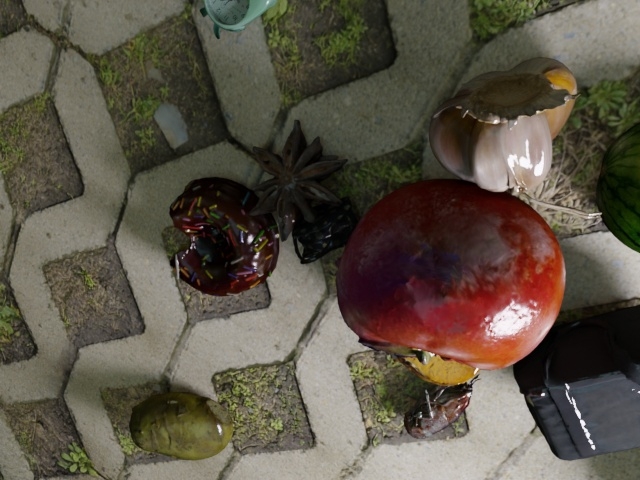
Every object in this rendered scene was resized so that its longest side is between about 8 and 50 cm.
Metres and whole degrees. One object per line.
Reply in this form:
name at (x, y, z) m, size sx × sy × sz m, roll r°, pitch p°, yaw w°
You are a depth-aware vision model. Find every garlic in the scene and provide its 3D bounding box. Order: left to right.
garlic at (0.278, -0.130, 0.804) m, size 0.257 × 0.207 × 0.207 m, roll 48°, pitch 121°, yaw 17°

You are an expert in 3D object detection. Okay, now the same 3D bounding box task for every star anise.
star anise at (-0.048, -0.097, 1.020) m, size 0.195 × 0.065 × 0.182 m, roll 44°, pitch 102°, yaw 19°

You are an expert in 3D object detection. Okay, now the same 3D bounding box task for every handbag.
handbag at (0.000, 0.000, 1.014) m, size 0.115 × 0.139 × 0.072 m, roll -15°, pitch 117°, yaw 24°
handbag at (0.427, 0.198, 0.908) m, size 0.254 × 0.181 × 0.181 m, roll -20°, pitch 109°, yaw 26°

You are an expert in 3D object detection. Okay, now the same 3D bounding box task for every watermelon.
watermelon at (0.493, -0.057, 0.808) m, size 0.232 × 0.127 × 0.204 m, roll 29°, pitch 115°, yaw 2°

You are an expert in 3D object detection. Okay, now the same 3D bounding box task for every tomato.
tomato at (0.180, 0.027, 0.864) m, size 0.334 × 0.176 × 0.290 m, roll 11°, pitch 74°, yaw 12°

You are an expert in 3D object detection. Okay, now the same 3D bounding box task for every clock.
clock at (-0.142, -0.384, 0.969) m, size 0.135 × 0.041 × 0.101 m, roll -31°, pitch 98°, yaw 30°

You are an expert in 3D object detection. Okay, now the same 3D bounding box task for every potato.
potato at (-0.297, 0.398, 1.309) m, size 0.251 × 0.113 × 0.150 m, roll -7°, pitch 101°, yaw 15°

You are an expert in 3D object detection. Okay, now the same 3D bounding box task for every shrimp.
shrimp at (0.220, 0.292, 1.089) m, size 0.073 × 0.074 × 0.190 m, roll 52°, pitch 127°, yaw 18°

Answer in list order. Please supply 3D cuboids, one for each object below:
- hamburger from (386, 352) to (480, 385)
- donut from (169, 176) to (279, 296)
hamburger at (0.192, 0.143, 0.990) m, size 0.191 × 0.118 × 0.182 m, roll -30°, pitch 80°, yaw 4°
donut at (-0.185, 0.007, 1.112) m, size 0.216 × 0.096 × 0.230 m, roll 30°, pitch 118°, yaw 8°
